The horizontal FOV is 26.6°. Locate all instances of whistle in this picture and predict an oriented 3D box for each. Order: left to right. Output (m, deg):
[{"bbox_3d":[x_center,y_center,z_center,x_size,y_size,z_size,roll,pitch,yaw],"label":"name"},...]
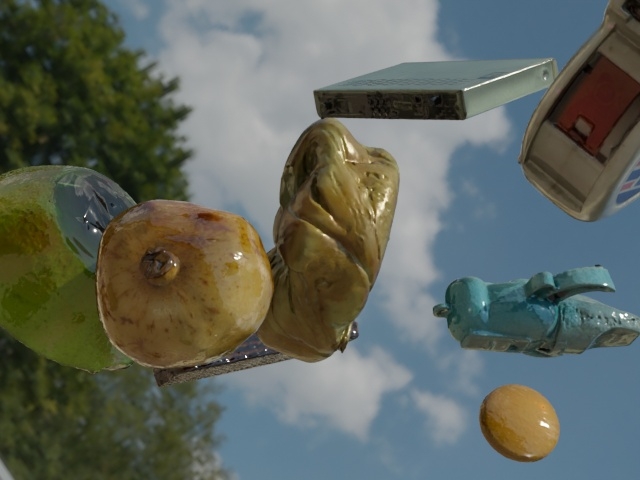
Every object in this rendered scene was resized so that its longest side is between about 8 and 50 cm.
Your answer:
[{"bbox_3d":[0.273,0.101,1.711,0.186,0.274,0.093,115,-23,-53],"label":"whistle"}]

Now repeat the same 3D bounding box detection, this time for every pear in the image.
[{"bbox_3d":[-0.386,0.010,2.166,0.165,0.399,0.399,-45,-102,27],"label":"pear"}]

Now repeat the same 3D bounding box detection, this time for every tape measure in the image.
[{"bbox_3d":[0.308,-0.145,1.328,0.130,0.258,0.265,43,-67,15],"label":"tape measure"}]

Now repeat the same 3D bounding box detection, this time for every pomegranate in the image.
[{"bbox_3d":[-0.168,0.044,1.594,0.215,0.215,0.215,40,-30,29],"label":"pomegranate"}]

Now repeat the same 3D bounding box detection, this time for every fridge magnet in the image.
[{"bbox_3d":[0.334,0.310,2.284,0.143,0.143,0.063,47,-32,18],"label":"fridge magnet"}]

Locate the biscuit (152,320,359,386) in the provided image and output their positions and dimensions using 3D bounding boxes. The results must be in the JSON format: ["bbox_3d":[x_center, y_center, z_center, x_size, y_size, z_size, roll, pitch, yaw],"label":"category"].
[{"bbox_3d":[-0.111,0.180,2.381,0.107,0.388,0.073,-33,-110,53],"label":"biscuit"}]

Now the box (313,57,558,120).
[{"bbox_3d":[0.144,-0.194,1.751,0.270,0.211,0.045,6,-68,46],"label":"box"}]

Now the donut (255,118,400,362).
[{"bbox_3d":[0.000,0.000,2.028,0.170,0.360,0.360,19,-27,-8],"label":"donut"}]
